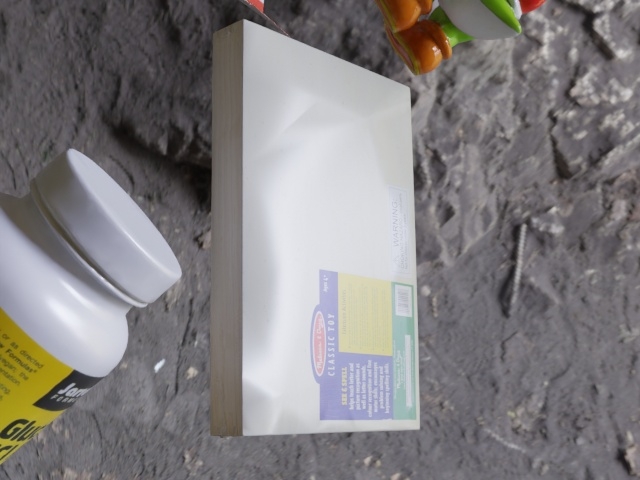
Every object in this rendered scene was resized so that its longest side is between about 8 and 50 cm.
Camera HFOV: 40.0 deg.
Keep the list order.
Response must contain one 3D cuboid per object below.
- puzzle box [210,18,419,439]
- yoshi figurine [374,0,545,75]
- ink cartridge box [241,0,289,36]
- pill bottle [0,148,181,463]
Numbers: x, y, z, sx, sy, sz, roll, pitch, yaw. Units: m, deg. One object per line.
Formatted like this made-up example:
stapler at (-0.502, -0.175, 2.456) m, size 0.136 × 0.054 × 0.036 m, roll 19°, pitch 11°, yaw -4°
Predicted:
puzzle box at (0.000, 0.000, 0.934) m, size 0.272 × 0.052 × 0.409 m, roll 12°, pitch 73°, yaw -46°
yoshi figurine at (0.227, -0.375, 1.081) m, size 0.362 × 0.203 × 0.203 m, roll -28°, pitch 105°, yaw 6°
ink cartridge box at (-0.143, -0.397, 1.240) m, size 0.232 × 0.189 × 0.066 m, roll 38°, pitch 95°, yaw 40°
pill bottle at (-0.287, 0.083, 0.732) m, size 0.334 × 0.188 × 0.188 m, roll -40°, pitch 84°, yaw 1°
